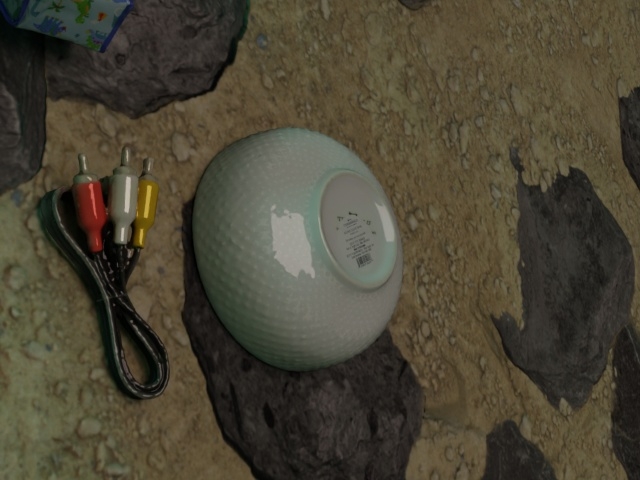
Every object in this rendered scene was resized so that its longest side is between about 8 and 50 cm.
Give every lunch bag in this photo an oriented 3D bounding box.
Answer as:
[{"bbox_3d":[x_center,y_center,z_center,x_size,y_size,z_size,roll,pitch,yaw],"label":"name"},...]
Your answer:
[{"bbox_3d":[-0.309,-0.299,1.275,0.129,0.096,0.151,11,39,-47],"label":"lunch bag"}]

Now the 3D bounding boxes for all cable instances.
[{"bbox_3d":[-0.232,0.038,1.248,0.139,0.072,0.287,-1,77,-43],"label":"cable"}]

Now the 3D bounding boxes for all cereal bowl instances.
[{"bbox_3d":[0.000,0.000,1.476,0.339,0.141,0.338,23,59,-43],"label":"cereal bowl"}]
